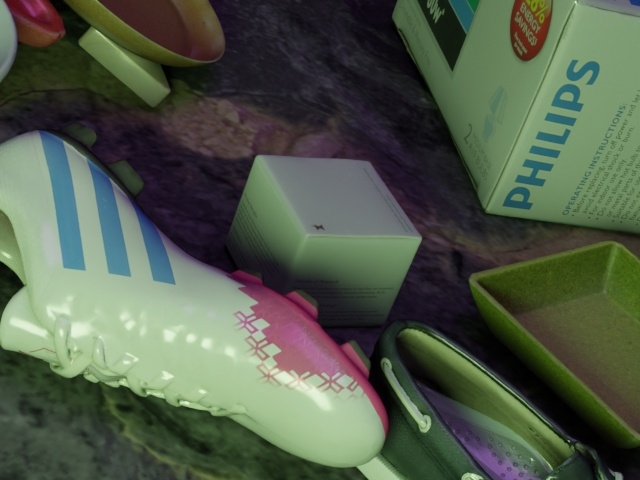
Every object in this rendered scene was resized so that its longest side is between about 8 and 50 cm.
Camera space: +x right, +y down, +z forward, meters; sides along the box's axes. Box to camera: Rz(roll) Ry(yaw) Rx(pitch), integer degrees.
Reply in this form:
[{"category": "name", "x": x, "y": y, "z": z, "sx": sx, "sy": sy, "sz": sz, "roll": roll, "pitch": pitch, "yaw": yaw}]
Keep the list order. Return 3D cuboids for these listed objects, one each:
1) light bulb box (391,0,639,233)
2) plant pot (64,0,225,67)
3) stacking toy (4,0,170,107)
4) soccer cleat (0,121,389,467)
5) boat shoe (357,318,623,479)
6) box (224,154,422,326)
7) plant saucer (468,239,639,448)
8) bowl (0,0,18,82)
[{"category": "light bulb box", "x": 0.302, "y": -0.190, "z": 1.405, "sx": 0.361, "sy": 0.225, "sz": 0.358, "roll": 8, "pitch": 36, "yaw": -19}, {"category": "plant pot", "x": -0.180, "y": -0.232, "z": 1.266, "sx": 0.236, "sy": 0.032, "sz": 0.236, "roll": 40, "pitch": 21, "yaw": -19}, {"category": "stacking toy", "x": -0.283, "y": -0.215, "z": 1.265, "sx": 0.279, "sy": 0.130, "sz": 0.309, "roll": 33, "pitch": 26, "yaw": -35}, {"category": "soccer cleat", "x": -0.113, "y": 0.059, "z": 0.932, "sx": 0.331, "sy": 0.116, "sz": 0.143, "roll": 37, "pitch": 57, "yaw": 20}, {"category": "boat shoe", "x": 0.136, "y": 0.165, "z": 0.911, "sx": 0.303, "sy": 0.091, "sz": 0.114, "roll": 35, "pitch": 35, "yaw": 20}, {"category": "box", "x": 0.000, "y": 0.000, "z": 1.079, "sx": 0.102, "sy": 0.087, "sz": 0.101, "roll": 1, "pitch": 38, "yaw": -29}, {"category": "plant saucer", "x": 0.226, "y": 0.085, "z": 1.124, "sx": 0.188, "sy": 0.045, "sz": 0.188, "roll": -11, "pitch": 45, "yaw": -41}, {"category": "bowl", "x": -0.363, "y": -0.111, "z": 0.991, "sx": 0.298, "sy": 0.134, "sz": 0.298, "roll": 14, "pitch": 33, "yaw": -10}]
